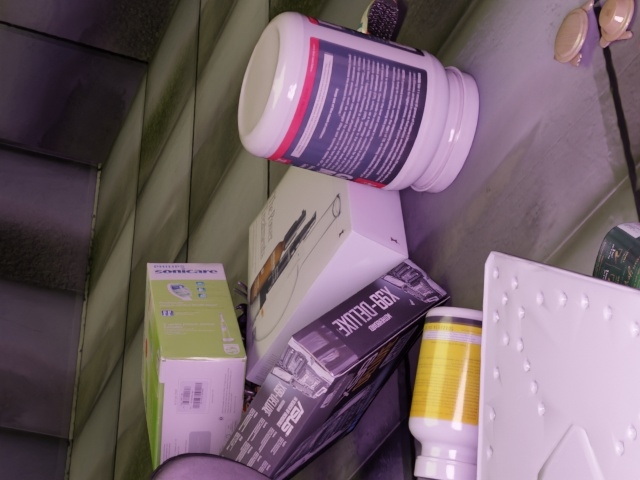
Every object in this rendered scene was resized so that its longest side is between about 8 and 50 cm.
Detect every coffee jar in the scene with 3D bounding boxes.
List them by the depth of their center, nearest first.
[{"bbox_3d":[0.305,0.051,1.140,0.184,0.079,0.096,-135,54,-68],"label":"coffee jar"}]

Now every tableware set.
[{"bbox_3d":[0.305,-0.272,1.463,0.141,0.020,0.169,171,113,-68],"label":"tableware set"}]

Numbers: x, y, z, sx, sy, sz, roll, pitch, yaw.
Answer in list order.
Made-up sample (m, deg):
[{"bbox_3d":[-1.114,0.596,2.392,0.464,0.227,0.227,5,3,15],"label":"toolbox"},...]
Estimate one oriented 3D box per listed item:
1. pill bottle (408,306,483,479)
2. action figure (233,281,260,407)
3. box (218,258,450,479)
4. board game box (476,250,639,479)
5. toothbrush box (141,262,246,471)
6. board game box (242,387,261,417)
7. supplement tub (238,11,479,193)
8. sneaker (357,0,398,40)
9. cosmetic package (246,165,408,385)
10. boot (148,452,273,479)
[{"bbox_3d":[0.152,0.170,1.459,0.103,0.103,0.184,161,121,-68],"label":"pill bottle"},{"bbox_3d":[-0.081,0.204,2.052,0.164,0.141,0.276,145,126,-66],"label":"action figure"},{"bbox_3d":[0.005,0.184,1.685,0.242,0.076,0.307,-31,-21,-46],"label":"box"},{"bbox_3d":[0.235,0.223,1.139,0.390,0.050,0.390,-161,71,-71],"label":"board game box"},{"bbox_3d":[-0.187,0.184,1.935,0.283,0.122,0.206,-110,23,-62],"label":"toothbrush box"},{"bbox_3d":[-0.162,0.295,2.201,0.193,0.147,0.045,-102,31,-51],"label":"board game box"},{"bbox_3d":[0.046,-0.172,1.738,0.191,0.272,0.191,-166,90,-72],"label":"supplement tub"},{"bbox_3d":[0.081,-0.312,2.097,0.075,0.057,0.161,-77,7,-64],"label":"sneaker"},{"bbox_3d":[0.000,0.000,1.915,0.284,0.097,0.377,-53,21,27],"label":"cosmetic package"},{"bbox_3d":[-0.026,0.338,1.518,0.118,0.338,0.223,-68,14,-12],"label":"boot"}]
